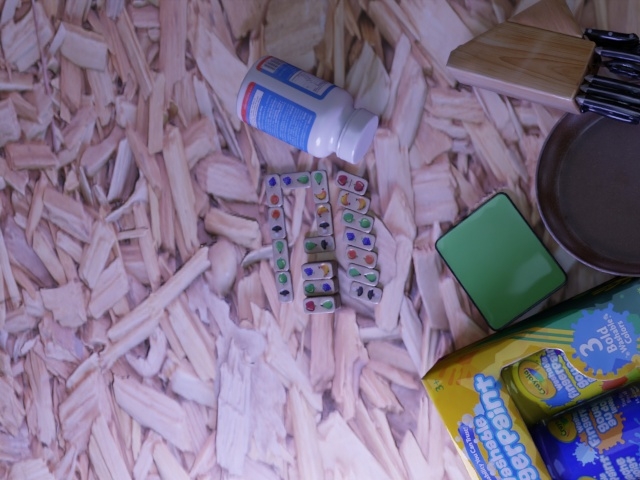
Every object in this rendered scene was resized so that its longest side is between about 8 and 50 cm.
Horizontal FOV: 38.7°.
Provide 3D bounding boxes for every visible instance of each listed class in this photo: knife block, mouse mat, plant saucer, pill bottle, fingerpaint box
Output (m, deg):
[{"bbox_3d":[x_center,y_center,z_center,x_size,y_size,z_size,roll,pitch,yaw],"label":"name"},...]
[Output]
[{"bbox_3d":[0.363,-0.241,1.397,0.275,0.088,0.242,-27,71,18],"label":"knife block"},{"bbox_3d":[0.293,0.034,1.495,0.152,0.007,0.190,-38,69,16],"label":"mouse mat"},{"bbox_3d":[0.484,-0.093,1.380,0.310,0.050,0.311,-6,74,23],"label":"plant saucer"},{"bbox_3d":[-0.020,-0.214,1.535,0.221,0.124,0.124,28,103,14],"label":"pill bottle"},{"bbox_3d":[0.427,0.325,1.417,0.371,0.163,0.445,-27,86,18],"label":"fingerpaint box"}]

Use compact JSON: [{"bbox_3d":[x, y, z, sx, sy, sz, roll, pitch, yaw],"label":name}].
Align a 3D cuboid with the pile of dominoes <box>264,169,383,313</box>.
[{"bbox_3d":[0.000,0.000,1.593,0.195,0.040,0.251,-5,94,19],"label":"pile of dominoes"}]
